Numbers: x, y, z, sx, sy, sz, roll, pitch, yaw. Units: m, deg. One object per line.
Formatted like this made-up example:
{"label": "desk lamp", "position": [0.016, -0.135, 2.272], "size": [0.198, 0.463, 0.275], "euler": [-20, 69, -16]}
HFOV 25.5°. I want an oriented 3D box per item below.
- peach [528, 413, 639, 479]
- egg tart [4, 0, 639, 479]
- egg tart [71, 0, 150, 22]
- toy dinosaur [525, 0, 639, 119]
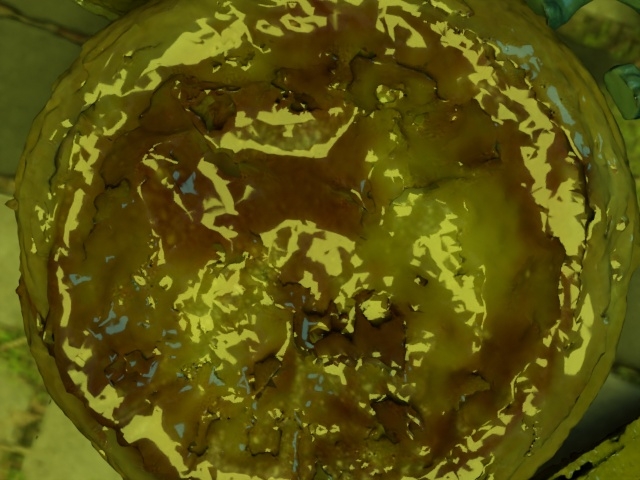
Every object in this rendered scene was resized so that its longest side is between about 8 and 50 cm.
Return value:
{"label": "peach", "position": [0.145, 0.143, 0.690], "size": [0.127, 0.172, 0.092], "euler": [33, 143, 2]}
{"label": "egg tart", "position": [0.000, 0.000, 0.659], "size": [0.290, 0.115, 0.290], "euler": [1, 106, 2]}
{"label": "egg tart", "position": [-0.088, -0.145, 0.654], "size": [0.105, 0.039, 0.105], "euler": [1, 109, 3]}
{"label": "toy dinosaur", "position": [0.145, -0.135, 0.628], "size": [0.144, 0.076, 0.329], "euler": [-18, 109, -26]}
